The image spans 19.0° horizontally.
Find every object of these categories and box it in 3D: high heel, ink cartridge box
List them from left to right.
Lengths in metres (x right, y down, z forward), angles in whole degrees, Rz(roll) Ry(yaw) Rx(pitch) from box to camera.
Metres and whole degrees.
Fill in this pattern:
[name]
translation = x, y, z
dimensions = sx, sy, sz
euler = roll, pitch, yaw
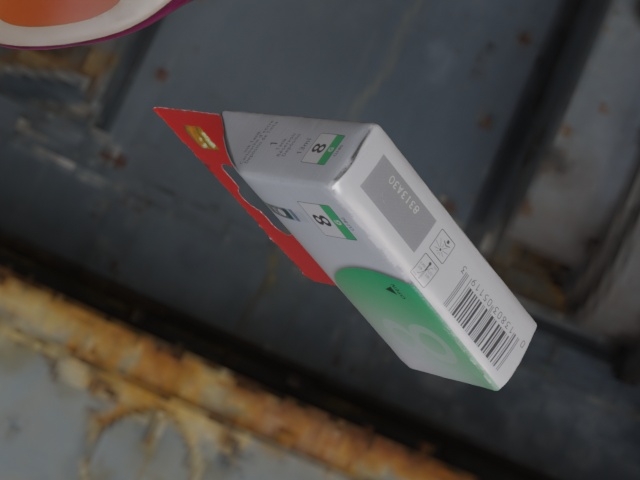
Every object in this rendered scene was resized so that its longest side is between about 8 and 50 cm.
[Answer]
[high heel]
translation = -0.127, -0.263, 1.730
dimensions = 0.377, 0.127, 0.181
euler = -20, 180, 7
[ink cartridge box]
translation = 0.000, 0.000, 1.142
dimensions = 0.224, 0.056, 0.181
euler = 7, 146, 51
